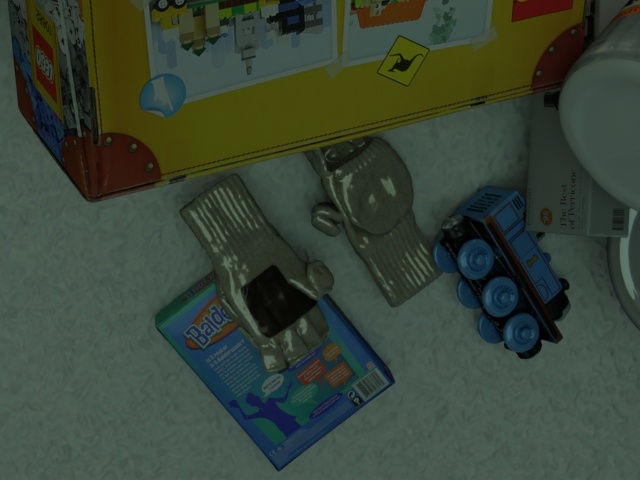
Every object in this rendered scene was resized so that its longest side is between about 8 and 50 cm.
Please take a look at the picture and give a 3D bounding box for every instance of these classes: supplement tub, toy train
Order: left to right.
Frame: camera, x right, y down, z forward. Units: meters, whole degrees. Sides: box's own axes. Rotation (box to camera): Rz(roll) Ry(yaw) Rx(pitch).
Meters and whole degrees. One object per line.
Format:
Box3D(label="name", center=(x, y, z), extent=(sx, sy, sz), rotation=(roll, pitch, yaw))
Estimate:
Box3D(label="toy train", center=(0.196, 0.035, 1.713), extent=(0.105, 0.080, 0.184), rotation=(-39, 111, -15))
Box3D(label="supplement tub", center=(0.379, -0.182, 1.545), extent=(0.316, 0.193, 0.193), rotation=(-47, 107, -32))

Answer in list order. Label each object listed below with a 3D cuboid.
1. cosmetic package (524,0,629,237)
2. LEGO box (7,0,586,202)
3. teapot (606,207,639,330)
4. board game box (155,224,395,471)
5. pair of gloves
Box3D(label="cosmetic package", center=(0.260, -0.124, 1.644), extent=(0.060, 0.099, 0.239), rotation=(1, 92, -32))
Box3D(label="LEGO box", center=(-0.010, -0.285, 1.424), extent=(0.500, 0.193, 0.372), rotation=(-15, 127, -23))
Box3D(label="teapot", center=(0.423, 0.001, 1.685), extent=(0.256, 0.187, 0.252), rotation=(-43, 77, 22))
Box3D(label="board game box", center=(-0.048, 0.114, 1.729), extent=(0.160, 0.047, 0.210), rotation=(-37, 105, 4))
Box3D(label="pair of gloves", center=(0.000, 0.000, 1.672), extent=(0.240, 0.042, 0.204), rotation=(-27, 101, -19))
